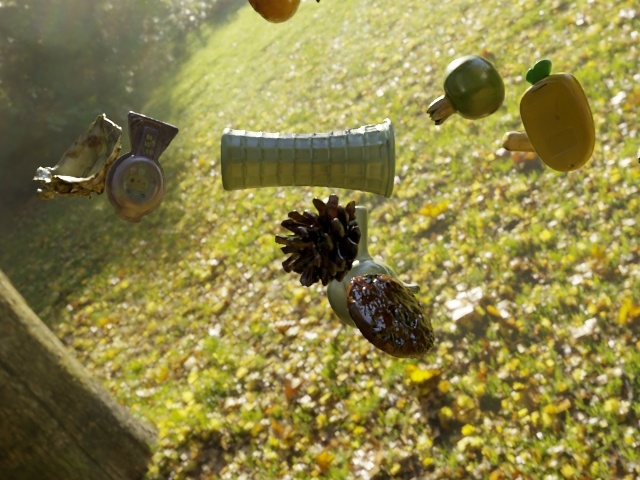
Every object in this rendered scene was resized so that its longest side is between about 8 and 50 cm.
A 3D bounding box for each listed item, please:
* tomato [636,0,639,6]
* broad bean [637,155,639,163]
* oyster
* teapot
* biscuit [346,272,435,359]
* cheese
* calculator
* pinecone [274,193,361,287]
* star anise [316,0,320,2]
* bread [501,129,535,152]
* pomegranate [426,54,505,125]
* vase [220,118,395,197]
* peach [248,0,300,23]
[{"bbox_3d":[0.795,-0.583,1.516,0.283,0.316,0.316,11,35,3],"label":"tomato"},{"bbox_3d":[0.791,-0.114,1.516,0.043,0.298,0.060,-68,-12,14],"label":"broad bean"},{"bbox_3d":[-0.487,-0.164,1.540,0.204,0.111,0.396,-52,25,-17],"label":"oyster"},{"bbox_3d":[0.101,0.086,2.031,0.220,0.318,0.149,-27,-16,-23],"label":"teapot"},{"bbox_3d":[0.127,0.131,1.316,0.049,0.192,0.192,-48,17,27],"label":"biscuit"},{"bbox_3d":[-0.316,-0.125,1.300,0.042,0.105,0.190,-8,69,62],"label":"cheese"},{"bbox_3d":[0.474,-0.252,1.500,0.032,0.234,0.146,-13,-11,-41],"label":"calculator"},{"bbox_3d":[-0.003,0.000,1.725,0.201,0.202,0.229,-14,27,-15],"label":"pinecone"},{"bbox_3d":[-0.038,-0.515,1.299,0.197,0.212,0.073,10,56,17],"label":"star anise"},{"bbox_3d":[0.562,-0.279,2.059,0.115,0.056,0.082,3,24,3],"label":"bread"},{"bbox_3d":[0.387,-0.391,1.960,0.210,0.179,0.179,-36,25,-18],"label":"pomegranate"},{"bbox_3d":[-0.024,-0.146,1.318,0.299,0.143,0.143,0,27,-4],"label":"vase"},{"bbox_3d":[-0.112,-0.606,1.842,0.138,0.138,0.138,-27,26,14],"label":"peach"}]
